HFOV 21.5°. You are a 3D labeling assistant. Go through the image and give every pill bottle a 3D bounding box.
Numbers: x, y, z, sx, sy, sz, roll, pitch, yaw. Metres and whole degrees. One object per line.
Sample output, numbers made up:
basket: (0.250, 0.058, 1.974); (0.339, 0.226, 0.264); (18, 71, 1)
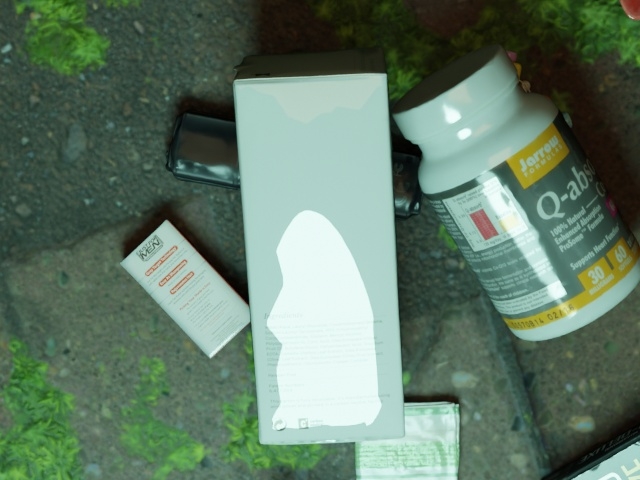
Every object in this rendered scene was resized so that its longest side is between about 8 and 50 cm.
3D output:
pill bottle: (0.199, -0.049, 1.719); (0.162, 0.162, 0.278); (-33, 103, 1)

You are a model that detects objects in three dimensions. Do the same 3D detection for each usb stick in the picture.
usb stick: (-0.026, -0.080, 1.799); (0.278, 0.045, 0.077); (10, 87, 0)

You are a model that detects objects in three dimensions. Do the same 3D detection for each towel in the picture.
towel: (0.094, 0.248, 1.822); (0.113, 0.023, 0.152); (0, 94, 2)

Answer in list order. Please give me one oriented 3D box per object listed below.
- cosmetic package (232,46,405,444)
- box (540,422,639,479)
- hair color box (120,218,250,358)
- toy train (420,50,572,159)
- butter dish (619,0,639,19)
cosmetic package: (0.000, 0.000, 1.692); (0.155, 0.197, 0.365); (-2, 105, 2)
box: (0.405, 0.328, 1.761); (0.242, 0.076, 0.307); (-33, 92, 19)
hair color box: (-0.140, 0.051, 1.803); (0.072, 0.043, 0.141); (-43, 92, 1)
toy train: (0.180, -0.134, 1.797); (0.166, 0.046, 0.125); (-16, 91, 0)
butter dish: (0.380, -0.327, 1.756); (0.160, 0.118, 0.160); (-16, 91, 1)
